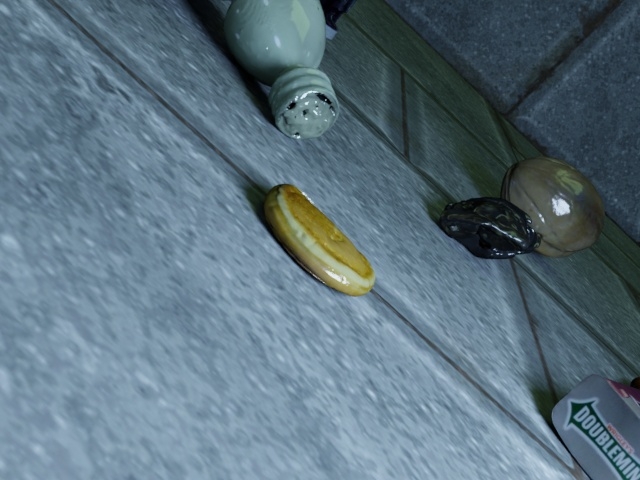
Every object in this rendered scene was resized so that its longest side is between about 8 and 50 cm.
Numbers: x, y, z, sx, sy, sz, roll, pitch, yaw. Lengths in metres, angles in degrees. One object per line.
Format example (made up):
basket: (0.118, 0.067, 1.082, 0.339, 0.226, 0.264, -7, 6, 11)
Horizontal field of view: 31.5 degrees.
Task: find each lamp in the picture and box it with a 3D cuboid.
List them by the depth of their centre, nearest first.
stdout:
lamp: (-0.034, -0.181, 1.120, 0.106, 0.106, 0.193, 30, 30, -44)

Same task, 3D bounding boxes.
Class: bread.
bread: (0.000, 0.000, 0.845, 0.110, 0.024, 0.110, 40, 16, -14)

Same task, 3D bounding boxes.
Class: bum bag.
bum bag: (0.212, -0.017, 1.368, 0.102, 0.069, 0.248, 11, 9, 16)

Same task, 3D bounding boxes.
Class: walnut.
walnut: (0.337, -0.049, 1.663, 0.162, 0.140, 0.140, 30, 19, -21)

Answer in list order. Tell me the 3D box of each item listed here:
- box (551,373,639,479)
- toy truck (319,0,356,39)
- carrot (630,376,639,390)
box: (0.300, 0.191, 1.041, 0.120, 0.069, 0.224, 52, 16, 27)
toy truck: (-0.039, -0.380, 1.544, 0.175, 0.146, 0.367, 42, 14, 8)
carrot: (0.382, 0.185, 1.341, 0.037, 0.037, 0.190, 45, 13, 3)
